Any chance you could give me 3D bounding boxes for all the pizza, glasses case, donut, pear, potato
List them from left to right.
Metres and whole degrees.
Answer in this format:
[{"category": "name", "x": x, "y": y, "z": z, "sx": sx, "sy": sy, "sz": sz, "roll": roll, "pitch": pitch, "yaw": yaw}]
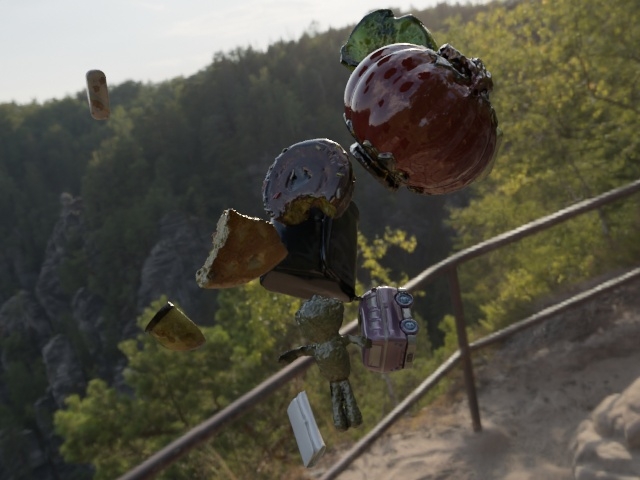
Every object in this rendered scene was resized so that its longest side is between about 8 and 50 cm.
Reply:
[{"category": "glasses case", "x": -0.369, "y": -0.242, "z": 0.994, "sx": 0.032, "sy": 0.083, "sz": 0.021, "roll": -10, "pitch": 30, "yaw": -25}, {"category": "potato", "x": -0.283, "y": 0.186, "z": 1.180, "sx": 0.066, "sy": 0.103, "sz": 0.096, "roll": -51, "pitch": -5, "yaw": -31}, {"category": "pizza", "x": -0.147, "y": 0.010, "z": 1.057, "sx": 0.182, "sy": 0.161, "sz": 0.063, "roll": -32, "pitch": 44, "yaw": -30}, {"category": "donut", "x": -0.024, "y": -0.130, "z": 1.411, "sx": 0.230, "sy": 0.216, "sz": 0.096, "roll": -26, "pitch": -36, "yaw": 15}, {"category": "pear", "x": 0.214, "y": -0.430, "z": 1.490, "sx": 0.238, "sy": 0.163, "sz": 0.255, "roll": 29, "pitch": 3, "yaw": 30}]

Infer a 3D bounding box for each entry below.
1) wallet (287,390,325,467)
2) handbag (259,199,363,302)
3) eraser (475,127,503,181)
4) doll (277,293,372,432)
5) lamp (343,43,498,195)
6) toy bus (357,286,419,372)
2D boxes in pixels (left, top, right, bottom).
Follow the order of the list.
[{"category": "wallet", "x": -0.025, "y": 0.328, "z": 1.045, "sx": 0.025, "sy": 0.061, "sz": 0.122, "roll": 14, "pitch": 30, "yaw": -29}, {"category": "handbag", "x": 0.000, "y": -0.002, "z": 1.548, "sx": 0.275, "sy": 0.301, "sz": 0.177, "roll": 12, "pitch": -31, "yaw": -8}, {"category": "eraser", "x": 0.381, "y": -0.234, "z": 1.495, "sx": 0.058, "sy": 0.117, "sz": 0.172, "roll": -40, "pitch": -23, "yaw": -17}, {"category": "doll", "x": 0.035, "y": 0.264, "z": 1.329, "sx": 0.202, "sy": 0.285, "sz": 0.091, "roll": -46, "pitch": -17, "yaw": 23}, {"category": "lamp", "x": 0.141, "y": -0.169, "z": 0.825, "sx": 0.227, "sy": 0.226, "sz": 0.227, "roll": -12, "pitch": 11, "yaw": 2}, {"category": "toy bus", "x": 0.171, "y": 0.223, "z": 1.546, "sx": 0.142, "sy": 0.141, "sz": 0.202, "roll": -2, "pitch": 40, "yaw": -1}]
